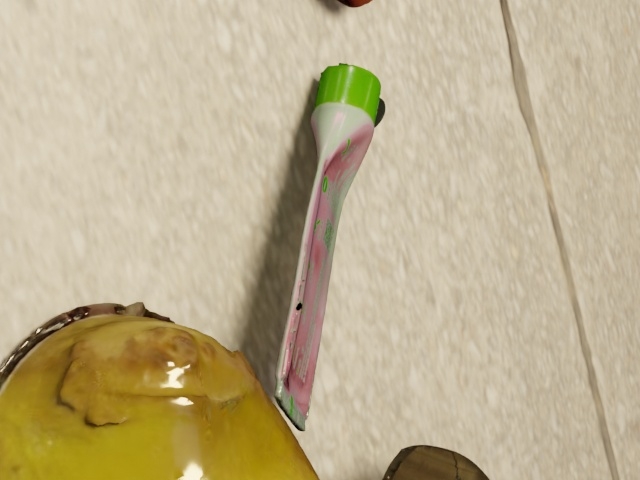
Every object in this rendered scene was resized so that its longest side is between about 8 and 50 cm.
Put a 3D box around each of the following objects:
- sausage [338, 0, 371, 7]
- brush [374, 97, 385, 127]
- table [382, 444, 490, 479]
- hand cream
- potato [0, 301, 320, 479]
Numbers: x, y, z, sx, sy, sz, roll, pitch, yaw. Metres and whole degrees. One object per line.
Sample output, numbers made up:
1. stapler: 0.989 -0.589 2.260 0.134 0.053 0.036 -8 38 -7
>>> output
1. sausage: 0.017 -0.223 1.063 0.054 0.059 0.094 -48 127 -7
2. brush: 0.027 -0.090 1.111 0.083 0.008 0.024 -45 116 -35
3. table: 0.181 0.346 1.053 0.317 0.249 0.317 -22 116 -54
4. hand cream: 0.001 0.000 1.027 0.079 0.050 0.275 34 58 -43
5. potato: -0.024 0.246 0.870 0.290 0.296 0.397 3 90 -47
